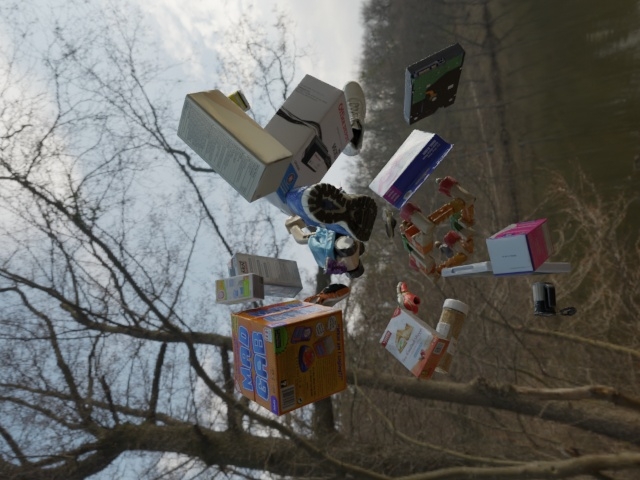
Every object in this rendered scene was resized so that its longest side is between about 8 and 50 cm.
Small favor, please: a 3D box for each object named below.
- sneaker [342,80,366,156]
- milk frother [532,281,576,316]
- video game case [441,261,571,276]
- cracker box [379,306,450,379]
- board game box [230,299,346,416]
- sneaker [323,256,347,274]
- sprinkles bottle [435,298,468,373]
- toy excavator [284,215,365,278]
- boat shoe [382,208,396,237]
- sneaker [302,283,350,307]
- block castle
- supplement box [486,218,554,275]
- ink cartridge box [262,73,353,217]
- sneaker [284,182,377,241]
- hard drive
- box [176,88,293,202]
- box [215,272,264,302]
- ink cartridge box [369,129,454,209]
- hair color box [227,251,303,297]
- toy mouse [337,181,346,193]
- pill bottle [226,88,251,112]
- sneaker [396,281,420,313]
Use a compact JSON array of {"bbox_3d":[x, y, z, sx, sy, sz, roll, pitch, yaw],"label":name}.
[{"bbox_3d":[0.134,-0.480,1.717,0.118,0.110,0.291,-126,34,-83],"label":"sneaker"},{"bbox_3d":[0.980,0.249,1.844,0.129,0.143,0.134,133,143,-68],"label":"milk frother"},{"bbox_3d":[0.665,0.108,1.605,0.300,0.330,0.036,149,122,-74],"label":"video game case"},{"bbox_3d":[0.328,0.361,1.562,0.067,0.232,0.155,21,-82,-33],"label":"cracker box"},{"bbox_3d":[-0.142,0.482,1.912,0.357,0.357,0.355,-6,-85,-38],"label":"board game box"},{"bbox_3d":[0.061,0.103,1.710,0.170,0.071,0.068,7,-86,-68],"label":"sneaker"},{"bbox_3d":[0.626,0.472,2.176,0.355,0.121,0.121,-66,-32,-17],"label":"sprinkles bottle"},{"bbox_3d":[0.000,0.000,2.352,0.432,0.446,0.222,-82,-21,-43],"label":"toy excavator"},{"bbox_3d":[0.312,-0.077,1.934,0.056,0.049,0.152,109,160,-54],"label":"boat shoe"},{"bbox_3d":[0.034,0.313,2.238,0.099,0.263,0.121,-121,12,-45],"label":"sneaker"},{"bbox_3d":[0.525,-0.043,1.994,0.213,0.303,0.453,49,168,41],"label":"block castle"},{"bbox_3d":[0.586,0.017,1.279,0.220,0.111,0.113,-18,-85,-48],"label":"supplement box"},{"bbox_3d":[-0.070,-0.319,1.519,0.394,0.166,0.285,-55,-19,-10],"label":"ink cartridge box"},{"bbox_3d":[0.035,-0.086,1.204,0.330,0.147,0.129,22,-95,-48],"label":"sneaker"},{"bbox_3d":[0.472,-0.652,1.860,0.064,0.237,0.339,63,180,20],"label":"hard drive"},{"bbox_3d":[-0.241,-0.265,1.214,0.311,0.148,0.121,43,-139,12],"label":"box"},{"bbox_3d":[-0.370,0.226,2.011,0.103,0.203,0.114,31,-128,-63],"label":"box"},{"bbox_3d":[0.357,-0.301,1.799,0.071,0.324,0.330,37,-172,-16],"label":"ink cartridge box"},{"bbox_3d":[-0.293,0.190,2.335,0.375,0.113,0.185,11,-133,-34],"label":"hair color box"},{"bbox_3d":[0.108,-0.222,2.135,0.143,0.031,0.161,63,179,-37],"label":"toy mouse"},{"bbox_3d":[-0.418,-0.600,1.995,0.103,0.184,0.103,60,-178,-4],"label":"pill bottle"},{"bbox_3d":[0.460,0.310,2.291,0.279,0.119,0.107,-76,-18,-65],"label":"sneaker"}]
